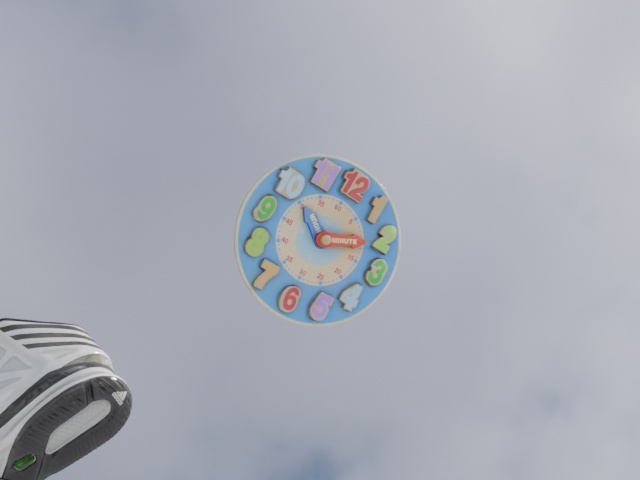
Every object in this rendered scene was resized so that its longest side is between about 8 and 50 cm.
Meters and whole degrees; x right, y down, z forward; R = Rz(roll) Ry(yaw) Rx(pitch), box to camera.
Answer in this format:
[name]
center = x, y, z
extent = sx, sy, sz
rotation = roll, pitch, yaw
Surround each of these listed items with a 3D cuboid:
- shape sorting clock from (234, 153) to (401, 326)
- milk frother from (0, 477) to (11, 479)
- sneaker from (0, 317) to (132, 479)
[shape sorting clock]
center = 0.000, 0.000, 0.957
extent = 0.206, 0.040, 0.206
rotation = 1, -93, -18
[milk frother]
center = -0.317, 0.275, 0.818
extent = 0.135, 0.143, 0.129
rotation = 29, -64, -33
[sneaker]
center = -0.521, 0.283, 1.215
extent = 0.448, 0.257, 0.169
rotation = -31, -50, -15
